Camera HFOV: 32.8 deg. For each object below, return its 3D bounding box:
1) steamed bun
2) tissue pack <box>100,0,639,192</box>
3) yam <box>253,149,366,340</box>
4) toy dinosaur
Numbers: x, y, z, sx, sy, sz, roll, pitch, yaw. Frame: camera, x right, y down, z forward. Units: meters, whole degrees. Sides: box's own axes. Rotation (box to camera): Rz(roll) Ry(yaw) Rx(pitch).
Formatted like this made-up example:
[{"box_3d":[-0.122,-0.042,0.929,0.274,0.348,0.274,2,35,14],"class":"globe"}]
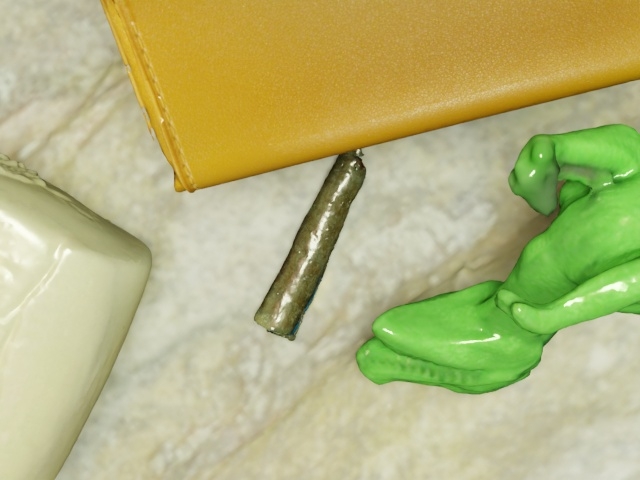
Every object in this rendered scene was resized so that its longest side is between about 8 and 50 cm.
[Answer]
[{"box_3d":[-0.239,0.033,0.637,0.250,0.155,0.200,24,95,-3],"class":"steamed bun"},{"box_3d":[0.037,-0.147,0.584,0.275,0.194,0.145,-14,117,5],"class":"tissue pack"},{"box_3d":[0.000,0.000,0.681,0.033,0.027,0.129,30,95,35],"class":"yam"},{"box_3d":[0.296,-0.023,0.572,0.500,0.374,0.144,-5,60,-18],"class":"toy dinosaur"}]
